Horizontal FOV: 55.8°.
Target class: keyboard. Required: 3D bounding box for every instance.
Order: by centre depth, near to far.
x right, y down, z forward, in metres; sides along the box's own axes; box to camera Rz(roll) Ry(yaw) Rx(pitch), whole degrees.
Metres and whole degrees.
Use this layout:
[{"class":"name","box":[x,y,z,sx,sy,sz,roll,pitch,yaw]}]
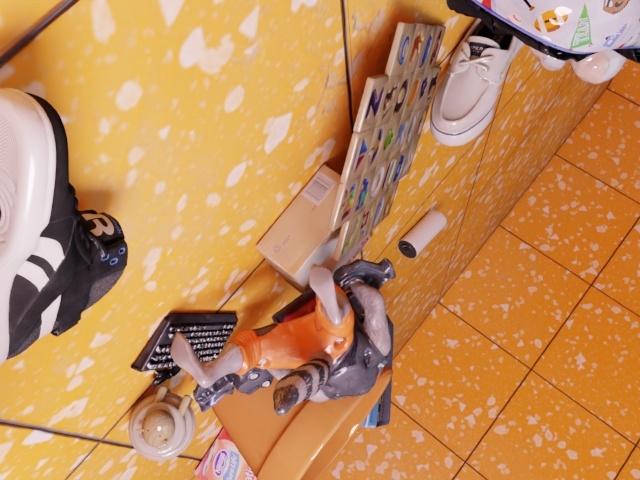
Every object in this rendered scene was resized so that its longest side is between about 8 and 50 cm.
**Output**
[{"class":"keyboard","box":[-0.169,0.140,0.765,0.108,0.023,0.180,-55,161,5]}]

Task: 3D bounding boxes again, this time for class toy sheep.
[{"class":"toy sheep","box":[-0.199,0.233,0.765,0.091,0.091,0.132,-47,172,-18]}]

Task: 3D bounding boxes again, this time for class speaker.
[{"class":"speaker","box":[0.242,-0.016,1.435,0.136,0.055,0.055,-42,158,-33]}]

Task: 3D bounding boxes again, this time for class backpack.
[{"class":"backpack","box":[0.278,-0.318,0.678,0.263,0.276,0.213,-31,147,-36]}]

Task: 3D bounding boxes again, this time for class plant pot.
[{"class":"plant pot","box":[-0.043,0.273,1.024,0.291,0.203,0.291,-46,161,-21]}]

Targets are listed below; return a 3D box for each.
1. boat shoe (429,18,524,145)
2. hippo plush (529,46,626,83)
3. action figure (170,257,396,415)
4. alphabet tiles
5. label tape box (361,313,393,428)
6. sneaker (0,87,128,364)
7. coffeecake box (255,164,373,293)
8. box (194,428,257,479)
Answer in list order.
[{"class":"boat shoe","box":[0.241,-0.266,0.903,0.267,0.096,0.088,-55,153,-14]},{"class":"hippo plush","box":[0.433,-0.373,0.883,0.236,0.294,0.234,15,89,-75]},{"class":"action figure","box":[-0.033,0.163,0.765,0.341,0.178,0.330,-40,152,11]},{"class":"alphabet tiles","box":[0.093,-0.135,0.783,0.342,0.011,0.285,-38,145,-62]},{"class":"label tape box","box":[0.093,0.286,1.355,0.347,0.115,0.249,48,44,-70]},{"class":"sneaker","box":[-0.176,-0.015,0.396,0.121,0.079,0.217,-34,162,-52]},{"class":"coffeecake box","box":[0.000,0.000,0.848,0.142,0.068,0.185,-52,162,-9]},{"class":"box","box":[-0.101,0.429,1.260,0.154,0.142,0.300,-57,162,11]}]
